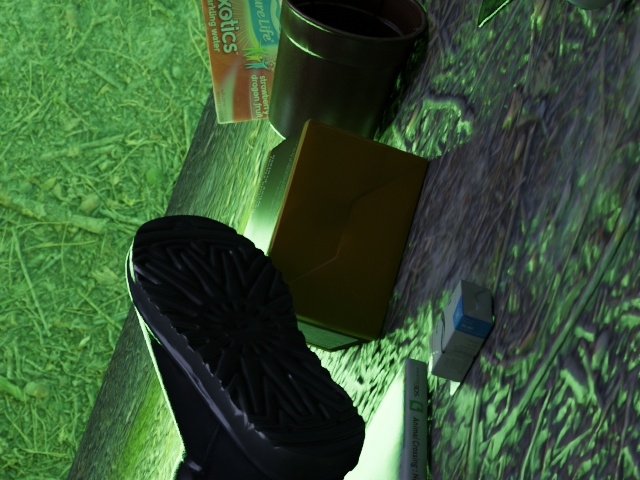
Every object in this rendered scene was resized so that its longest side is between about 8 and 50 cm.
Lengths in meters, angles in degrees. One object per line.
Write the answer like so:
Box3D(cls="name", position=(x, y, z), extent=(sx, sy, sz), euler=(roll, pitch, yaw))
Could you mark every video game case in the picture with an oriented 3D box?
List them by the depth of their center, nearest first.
Box3D(cls="video game case", position=(0.043, 0.237, 1.626), extent=(0.193, 0.023, 0.212), euler=(-86, 17, -51))

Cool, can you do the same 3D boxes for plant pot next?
Box3D(cls="plant pot", position=(0.020, -0.195, 2.146), extent=(0.167, 0.167, 0.165), euler=(-89, 12, -58))

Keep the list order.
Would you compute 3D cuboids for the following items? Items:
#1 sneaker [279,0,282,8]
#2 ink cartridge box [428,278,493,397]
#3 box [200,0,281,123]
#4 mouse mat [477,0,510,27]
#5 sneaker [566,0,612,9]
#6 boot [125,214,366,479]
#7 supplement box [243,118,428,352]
Box3D(cls="sneaker", position=(0.002, -0.242, 2.344), extent=(0.112, 0.131, 0.319), euler=(122, 162, -51))
Box3D(cls="ink cartridge box", position=(0.109, 0.079, 1.538), extent=(0.048, 0.028, 0.083), euler=(-87, 18, -55))
Box3D(cls="box", position=(-0.082, -0.322, 2.550), extent=(0.142, 0.154, 0.300), euler=(-98, 2, -64))
Box3D(cls="mouse mat", position=(0.194, -0.292, 1.798), extent=(0.190, 0.007, 0.152), euler=(145, 142, -71))
Box3D(cls="sneaker", position=(0.227, -0.284, 1.403), extent=(0.086, 0.085, 0.237), euler=(-103, 31, -79))
Box3D(cls="boot", position=(-0.129, 0.252, 1.820), extent=(0.367, 0.146, 0.445), euler=(59, 141, 46))
Box3D(cls="supplement box", position=(0.000, 0.000, 1.951), extent=(0.194, 0.129, 0.191), euler=(152, 135, -74))
